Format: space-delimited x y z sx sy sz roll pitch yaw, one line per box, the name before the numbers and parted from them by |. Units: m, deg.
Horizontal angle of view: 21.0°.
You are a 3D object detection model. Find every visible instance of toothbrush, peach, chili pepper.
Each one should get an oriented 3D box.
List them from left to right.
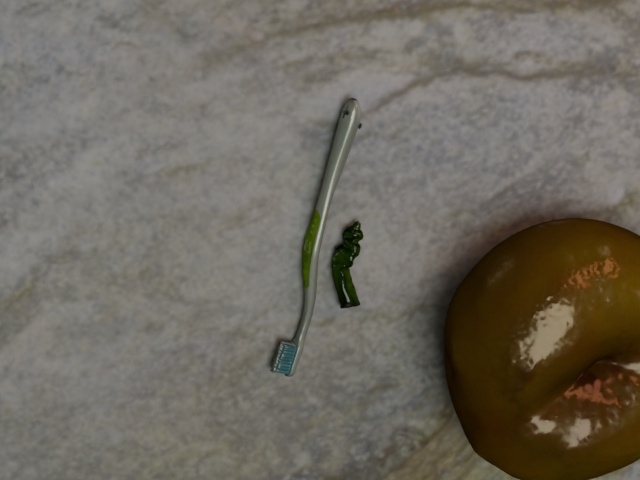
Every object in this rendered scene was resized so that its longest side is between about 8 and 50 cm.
toothbrush | 0.000 0.000 1.539 0.026 0.022 0.263 8 106 -30
chili pepper | 0.024 0.022 1.554 0.027 0.022 0.083 9 109 17
peach | 0.230 0.100 1.567 0.251 0.153 0.251 -4 114 -9
